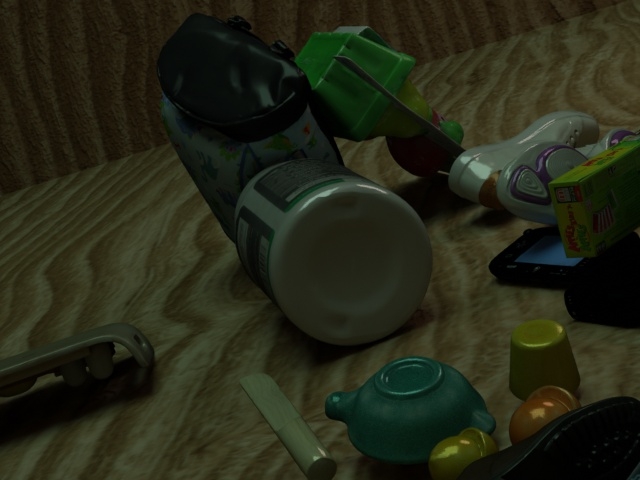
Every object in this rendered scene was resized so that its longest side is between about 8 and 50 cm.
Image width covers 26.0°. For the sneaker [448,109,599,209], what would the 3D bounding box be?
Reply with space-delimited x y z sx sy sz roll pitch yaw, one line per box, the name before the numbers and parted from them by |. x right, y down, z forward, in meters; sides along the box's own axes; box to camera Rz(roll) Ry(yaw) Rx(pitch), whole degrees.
sneaker | 0.332 -0.105 2.051 0.290 0.106 0.123 -24 41 -32

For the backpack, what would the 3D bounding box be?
backpack | -0.091 -0.134 2.124 0.290 0.355 0.273 35 85 39

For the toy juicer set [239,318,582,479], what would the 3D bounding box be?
toy juicer set | 0.090 0.181 1.284 0.329 0.089 0.209 -10 28 3

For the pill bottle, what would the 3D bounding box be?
pill bottle | 0.000 0.000 1.813 0.204 0.204 0.361 -21 15 -9

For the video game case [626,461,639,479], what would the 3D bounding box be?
video game case | 0.341 0.177 1.081 0.190 0.022 0.173 -7 18 38

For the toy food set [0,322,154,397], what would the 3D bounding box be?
toy food set | -0.373 0.195 1.845 0.306 0.092 0.220 -19 3 -3

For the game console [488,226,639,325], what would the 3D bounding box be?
game console | 0.327 0.027 1.616 0.213 0.044 0.361 -27 16 -29

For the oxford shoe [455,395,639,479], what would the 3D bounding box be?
oxford shoe | 0.173 0.188 1.135 0.227 0.082 0.096 -24 11 -24

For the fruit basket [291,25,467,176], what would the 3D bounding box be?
fruit basket | 0.124 -0.202 2.205 0.165 0.353 0.327 -62 20 -2

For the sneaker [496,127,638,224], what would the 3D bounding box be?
sneaker | 0.317 -0.060 1.810 0.305 0.114 0.152 -12 -18 -46

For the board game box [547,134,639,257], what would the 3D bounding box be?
board game box | 0.342 -0.054 1.622 0.043 0.092 0.181 -3 18 45

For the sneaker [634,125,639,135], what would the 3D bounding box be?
sneaker | 0.521 -0.139 1.959 0.185 0.069 0.084 -15 22 40
